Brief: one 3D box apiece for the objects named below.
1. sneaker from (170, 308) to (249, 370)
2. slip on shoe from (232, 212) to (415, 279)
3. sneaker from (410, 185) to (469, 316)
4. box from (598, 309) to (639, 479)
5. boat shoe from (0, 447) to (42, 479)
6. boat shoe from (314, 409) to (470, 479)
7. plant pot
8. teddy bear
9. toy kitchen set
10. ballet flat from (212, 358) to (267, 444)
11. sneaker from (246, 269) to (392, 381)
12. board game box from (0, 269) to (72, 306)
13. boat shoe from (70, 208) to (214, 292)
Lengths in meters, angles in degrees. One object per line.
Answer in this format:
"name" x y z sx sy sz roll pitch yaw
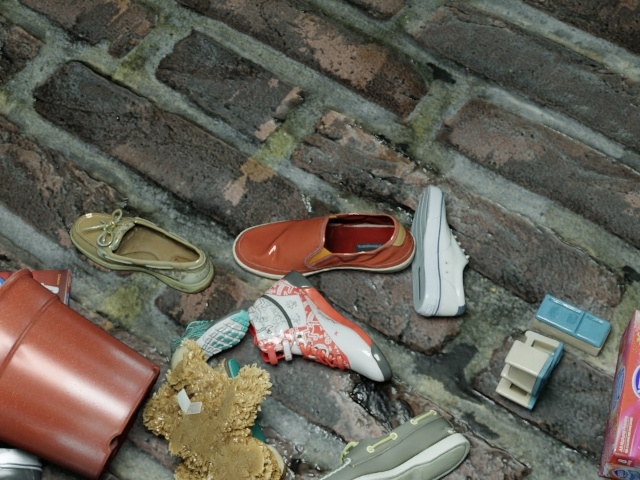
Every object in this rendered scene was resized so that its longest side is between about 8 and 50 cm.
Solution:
"sneaker" -0.195 0.158 1.675 0.166 0.065 0.076 -36 48 12
"slip on shoe" 0.000 0.000 1.751 0.331 0.101 0.123 -1 59 15
"sneaker" 0.214 0.024 1.759 0.091 0.094 0.258 12 61 -15
"box" 0.535 0.257 1.574 0.128 0.122 0.257 13 61 11
"boat shoe" -0.596 0.389 1.551 0.306 0.113 0.105 2 64 -15
"boat shoe" 0.086 0.353 1.533 0.305 0.109 0.091 -19 49 -24
"plant pot" -0.412 0.225 1.544 0.265 0.272 0.272 29 63 -2
"teddy bear" -0.159 0.297 1.538 0.338 0.113 0.245 17 85 45
"toy kitchen set" 0.388 0.171 1.606 0.122 0.166 0.207 26 64 17
"ballet flat" -0.141 0.294 1.623 0.067 0.073 0.206 -30 56 15
"sneaker" -0.014 0.179 1.665 0.145 0.090 0.270 -38 61 -18
"board game box" -0.520 0.180 1.719 0.145 0.027 0.281 -2 59 0
"boat shoe" -0.324 0.004 1.779 0.285 0.089 0.104 17 62 12
